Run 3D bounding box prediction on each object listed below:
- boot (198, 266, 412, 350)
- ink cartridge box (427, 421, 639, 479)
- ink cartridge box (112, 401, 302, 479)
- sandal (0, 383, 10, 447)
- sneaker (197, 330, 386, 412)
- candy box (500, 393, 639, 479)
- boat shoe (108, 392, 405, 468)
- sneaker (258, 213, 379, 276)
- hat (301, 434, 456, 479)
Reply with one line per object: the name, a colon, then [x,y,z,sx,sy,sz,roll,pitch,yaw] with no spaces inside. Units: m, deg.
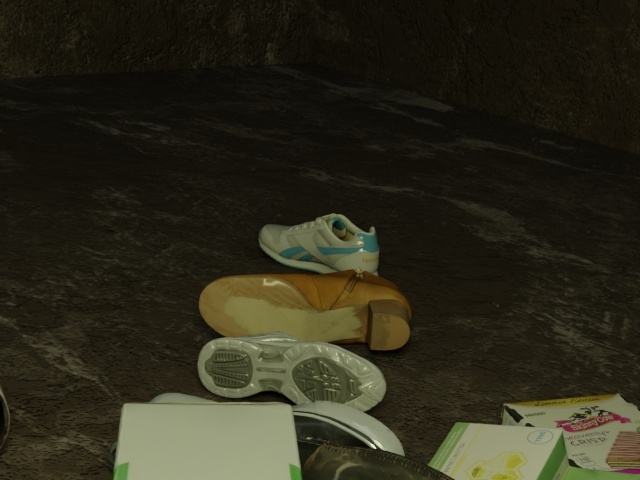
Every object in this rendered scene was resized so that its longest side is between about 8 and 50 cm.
boot: [-0.021,0.087,1.884,0.295,0.104,0.211,9,11,-6]
ink cartridge box: [0.212,0.248,1.324,0.235,0.056,0.171,-2,25,30]
ink cartridge box: [-0.074,0.277,0.883,0.121,0.289,0.211,1,17,-6]
sandal: [-0.386,0.163,1.486,0.076,0.102,0.265,-9,20,-32]
sneaker: [-0.025,0.149,1.672,0.232,0.090,0.115,11,14,15]
candy box: [0.315,0.246,1.478,0.159,0.071,0.233,-2,18,-22]
boat shoe: [-0.071,0.219,1.382,0.306,0.113,0.105,9,23,22]
sneaker: [0.000,0.000,2.162,0.228,0.092,0.087,16,21,35]
hat: [0.049,0.240,1.143,0.331,0.134,0.331,20,-2,1]
